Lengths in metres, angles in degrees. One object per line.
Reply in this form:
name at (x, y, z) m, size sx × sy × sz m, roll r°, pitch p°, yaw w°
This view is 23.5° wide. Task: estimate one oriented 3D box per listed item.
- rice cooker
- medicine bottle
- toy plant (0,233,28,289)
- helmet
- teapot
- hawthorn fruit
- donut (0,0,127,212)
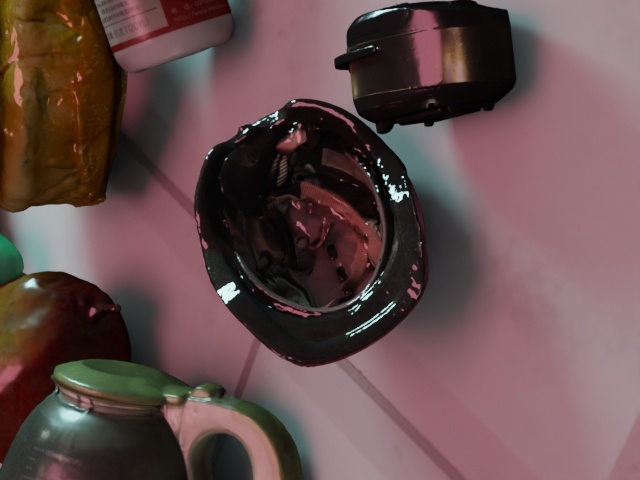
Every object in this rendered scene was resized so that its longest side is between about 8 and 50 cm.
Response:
rice cooker at (0.090, -0.150, 1.293) m, size 0.165 × 0.112 × 0.106 m, roll -17°, pitch 82°, yaw 51°
medicine bottle at (-0.183, -0.304, 1.568) m, size 0.131 × 0.131 × 0.250 m, roll -9°, pitch 103°, yaw 51°
toy plant at (-0.491, -0.025, 1.967) m, size 0.279 × 0.185 × 0.400 m, roll -14°, pitch 86°, yaw 29°
helmet at (0.000, 0.000, 1.374) m, size 0.198 × 0.154 × 0.253 m, roll -32°, pitch 69°, yaw 4°
teapot at (-0.189, 0.247, 1.533) m, size 0.321 × 0.239 × 0.239 m, roll 17°, pitch 100°, yaw 51°
hawthorn fruit at (-0.291, 0.132, 1.705) m, size 0.248 × 0.208 × 0.208 m, roll -45°, pitch 55°, yaw 29°
donut at (-0.296, -0.192, 1.702) m, size 0.330 × 0.159 × 0.330 m, roll 178°, pitch 90°, yaw -81°
